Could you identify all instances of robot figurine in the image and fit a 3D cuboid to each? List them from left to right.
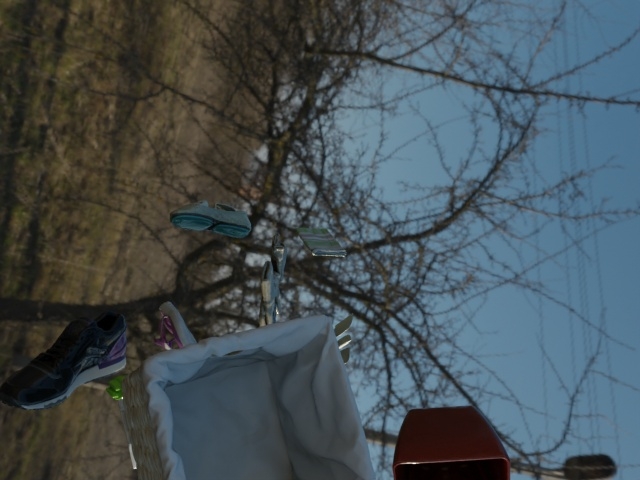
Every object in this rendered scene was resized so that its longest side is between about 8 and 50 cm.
[{"bbox_3d":[-0.559,0.423,1.917,0.115,0.067,0.101,10,107,-57],"label":"robot figurine"}]

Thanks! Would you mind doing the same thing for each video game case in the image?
[{"bbox_3d":[-0.409,0.409,1.410,0.122,0.011,0.087,-124,-151,-46],"label":"video game case"}]

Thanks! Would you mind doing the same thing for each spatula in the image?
[{"bbox_3d":[0.017,0.332,1.940,0.242,0.019,0.168,-41,-147,39],"label":"spatula"}]

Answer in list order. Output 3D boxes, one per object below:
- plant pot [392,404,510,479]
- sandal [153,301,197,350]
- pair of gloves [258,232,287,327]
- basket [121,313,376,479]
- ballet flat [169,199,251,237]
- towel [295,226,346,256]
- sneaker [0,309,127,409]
[{"bbox_3d":[0.319,0.563,1.669,0.236,0.267,0.267,-83,166,-63],"label":"plant pot"},{"bbox_3d":[-0.431,0.286,1.946,0.169,0.102,0.416,61,-14,-10],"label":"sandal"},{"bbox_3d":[-0.107,0.111,1.555,0.240,0.042,0.204,-82,177,-63],"label":"pair of gloves"},{"bbox_3d":[-0.133,0.323,1.095,0.266,0.328,0.331,-27,-104,57],"label":"basket"},{"bbox_3d":[-0.191,-0.042,1.137,0.057,0.168,0.052,-28,-117,34],"label":"ballet flat"},{"bbox_3d":[0.000,0.000,1.976,0.152,0.113,0.023,52,-48,52],"label":"towel"},{"bbox_3d":[-0.461,0.201,1.203,0.283,0.107,0.124,-27,131,-66],"label":"sneaker"}]
